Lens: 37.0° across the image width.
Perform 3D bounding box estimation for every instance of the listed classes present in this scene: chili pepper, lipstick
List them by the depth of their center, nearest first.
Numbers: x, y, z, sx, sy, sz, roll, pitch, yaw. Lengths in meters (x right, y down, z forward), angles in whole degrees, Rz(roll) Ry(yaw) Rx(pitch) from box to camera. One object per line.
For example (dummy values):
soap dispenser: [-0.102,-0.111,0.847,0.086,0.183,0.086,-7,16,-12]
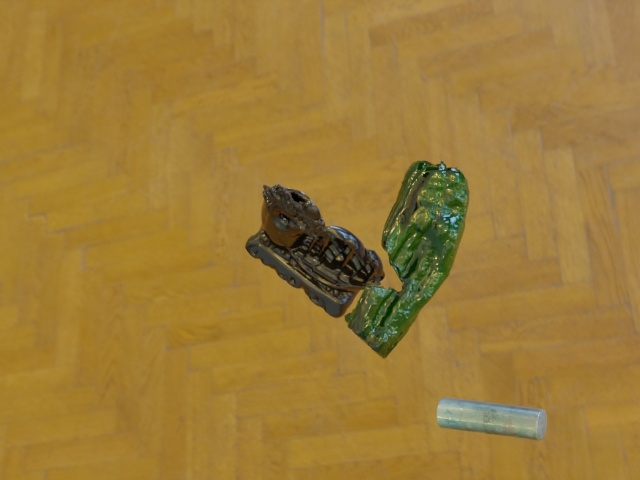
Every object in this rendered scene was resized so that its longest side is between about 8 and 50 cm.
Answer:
chili pepper: [0.111,0.023,1.180,0.253,0.099,0.083,-67,18,-2]
lipstick: [0.254,0.265,1.425,0.157,0.048,0.048,2,69,30]

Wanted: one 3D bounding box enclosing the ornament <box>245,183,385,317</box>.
ornament: [0.000,0.000,1.567,0.251,0.260,0.106,36,66,-2]
